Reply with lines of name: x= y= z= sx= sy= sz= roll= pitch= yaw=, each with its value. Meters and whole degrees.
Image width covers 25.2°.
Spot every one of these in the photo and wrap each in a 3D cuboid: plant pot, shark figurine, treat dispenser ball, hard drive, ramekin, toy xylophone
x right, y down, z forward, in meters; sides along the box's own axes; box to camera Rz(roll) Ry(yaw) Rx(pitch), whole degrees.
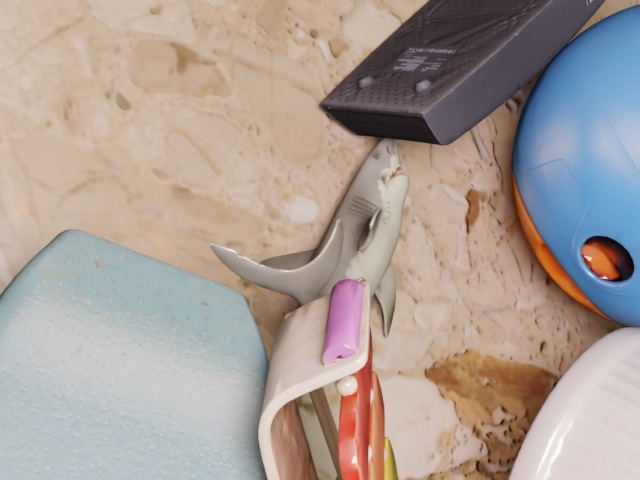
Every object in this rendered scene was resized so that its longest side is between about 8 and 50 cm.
plant pot: x=-0.171 y=0.142 z=1.041 sx=0.247 sy=0.248 sz=0.252 roll=21 pitch=62 yaw=-18
shark figurine: x=-0.008 y=0.024 z=1.173 sx=0.116 sy=0.278 sz=0.166 roll=8 pitch=111 yaw=17
treat dispenser ball: x=0.308 y=-0.062 z=1.221 sx=0.288 sy=0.288 sz=0.288 roll=3 pitch=82 yaw=-21
hard drive: x=0.135 y=-0.175 z=1.240 sx=0.254 sy=0.172 sz=0.054 roll=-44 pitch=118 yaw=-21
ramekin: x=0.263 y=0.215 z=1.146 sx=0.273 sy=0.127 sz=0.273 roll=-25 pitch=125 yaw=-43
toy xylophone: x=0.025 y=0.173 z=1.016 sx=0.081 sy=0.236 sz=0.323 roll=-10 pitch=121 yaw=8
